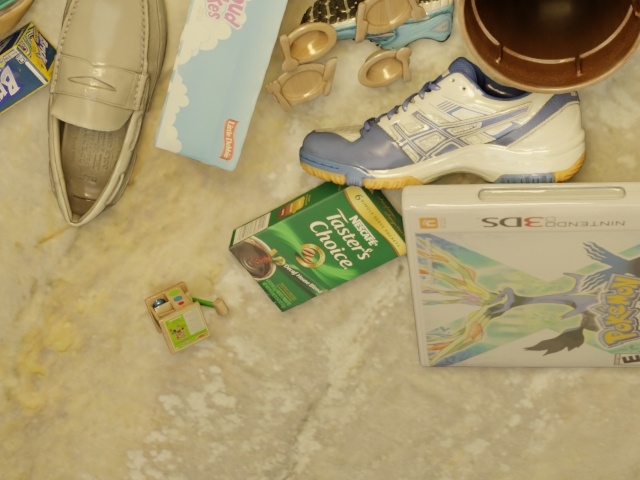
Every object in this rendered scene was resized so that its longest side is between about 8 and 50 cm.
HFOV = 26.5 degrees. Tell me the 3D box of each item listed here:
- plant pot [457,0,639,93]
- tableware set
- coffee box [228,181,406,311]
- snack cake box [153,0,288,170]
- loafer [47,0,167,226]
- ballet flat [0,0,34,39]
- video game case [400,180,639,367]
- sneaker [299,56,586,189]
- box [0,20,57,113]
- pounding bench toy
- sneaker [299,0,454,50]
[{"bbox_3d":[0.212,-0.247,1.251,0.167,0.165,0.167,4,126,5],"label":"plant pot"},{"bbox_3d":[0.025,-0.182,1.317,0.169,0.020,0.141,-19,153,-7],"label":"tableware set"},{"bbox_3d":[0.000,0.000,1.542,0.184,0.040,0.113,-25,119,24],"label":"coffee box"},{"bbox_3d":[-0.081,-0.220,1.322,0.089,0.152,0.264,17,126,-4],"label":"snack cake box"},{"bbox_3d":[-0.226,-0.155,1.416,0.112,0.111,0.319,11,127,0],"label":"loafer"},{"bbox_3d":[-0.375,-0.230,1.421,0.232,0.080,0.073,-13,151,20],"label":"ballet flat"},{"bbox_3d":[0.248,0.046,1.476,0.300,0.036,0.329,-1,146,8],"label":"video game case"},{"bbox_3d":[0.122,-0.127,1.409,0.297,0.112,0.131,-3,108,9],"label":"sneaker"},{"bbox_3d":[-0.360,-0.164,1.462,0.169,0.059,0.054,-28,118,26],"label":"box"},{"bbox_3d":[-0.157,0.084,1.619,0.083,0.065,0.052,-25,124,-12],"label":"pounding bench toy"},{"bbox_3d":[0.056,-0.211,1.365,0.162,0.063,0.073,-5,129,13],"label":"sneaker"}]
